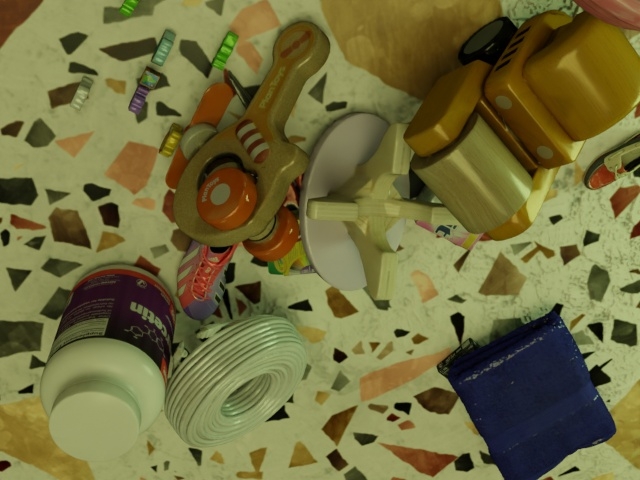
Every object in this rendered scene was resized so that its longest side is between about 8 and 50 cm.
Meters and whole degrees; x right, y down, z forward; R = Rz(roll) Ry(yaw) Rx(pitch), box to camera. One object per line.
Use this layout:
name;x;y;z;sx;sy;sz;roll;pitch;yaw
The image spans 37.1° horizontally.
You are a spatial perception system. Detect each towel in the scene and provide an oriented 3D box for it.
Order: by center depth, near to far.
towel;0.374;0.283;1.693;0.228;0.076;0.308;-30;120;2

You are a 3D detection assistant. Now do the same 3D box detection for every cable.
cable;-0.133;0.229;1.554;0.257;0.089;0.257;-16;142;-38

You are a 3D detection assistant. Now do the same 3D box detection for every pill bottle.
pill bottle;-0.321;0.184;1.458;0.182;0.323;0.181;-2;118;-3

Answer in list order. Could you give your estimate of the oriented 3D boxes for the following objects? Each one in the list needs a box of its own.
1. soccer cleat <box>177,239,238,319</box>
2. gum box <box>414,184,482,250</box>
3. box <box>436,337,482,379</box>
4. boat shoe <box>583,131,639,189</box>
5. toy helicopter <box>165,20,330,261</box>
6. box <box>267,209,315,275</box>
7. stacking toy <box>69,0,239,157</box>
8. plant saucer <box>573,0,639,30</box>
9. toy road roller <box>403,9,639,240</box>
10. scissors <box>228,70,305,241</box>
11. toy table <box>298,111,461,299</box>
soccer cleat;-0.176;0.032;1.517;0.083;0.095;0.248;15;115;-12
gum box;0.233;-0.082;1.503;0.107;0.062;0.188;26;113;-17
box;0.258;0.220;1.689;0.067;0.018;0.083;39;109;-21
boat shoe;0.479;-0.123;1.510;0.137;0.043;0.049;-37;116;16
toy helicopter;-0.101;-0.157;1.362;0.140;0.235;0.355;38;75;-50
box;0.000;0.000;1.543;0.179;0.043;0.105;-5;118;-4
stacking toy;-0.245;-0.247;1.394;0.167;0.052;0.221;26;111;-18
plant saucer;0.399;-0.401;1.241;0.332;0.332;0.084;21;151;-14
toy road roller;0.293;-0.180;1.300;0.202;0.329;0.241;46;147;-19
scissors;-0.050;-0.131;1.463;0.109;0.021;0.297;-16;105;3
toy table;0.079;-0.047;1.414;0.252;0.161;0.274;-10;104;-19
